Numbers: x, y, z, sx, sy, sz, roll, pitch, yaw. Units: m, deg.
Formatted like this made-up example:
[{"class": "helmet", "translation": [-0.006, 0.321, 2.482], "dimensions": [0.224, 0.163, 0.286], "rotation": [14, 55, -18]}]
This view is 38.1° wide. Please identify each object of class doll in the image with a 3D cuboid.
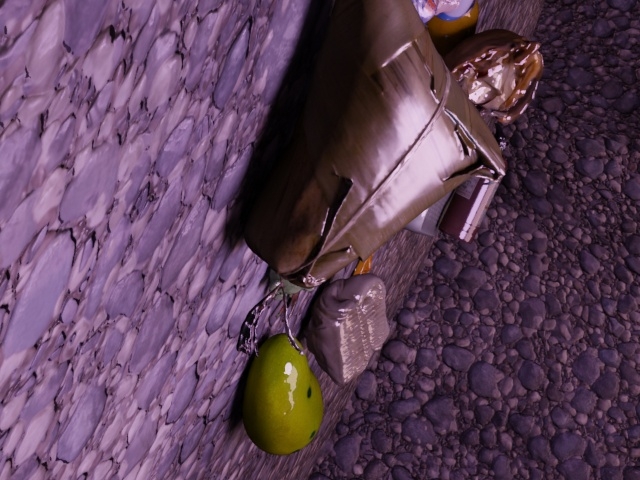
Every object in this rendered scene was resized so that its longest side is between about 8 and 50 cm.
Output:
[{"class": "doll", "translation": [-0.039, 0.051, 1.510], "dimensions": [0.115, 0.078, 0.150], "rotation": [-64, 178, -2]}]

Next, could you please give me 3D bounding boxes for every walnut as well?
[{"class": "walnut", "translation": [0.278, -0.289, 1.651], "dimensions": [0.238, 0.141, 0.204], "rotation": [-23, 143, -33]}]

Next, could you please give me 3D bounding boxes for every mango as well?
[{"class": "mango", "translation": [-0.071, 0.288, 1.708], "dimensions": [0.293, 0.143, 0.175], "rotation": [87, 27, -48]}]

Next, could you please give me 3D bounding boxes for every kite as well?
[{"class": "kite", "translation": [-0.049, 0.084, 1.678], "dimensions": [0.183, 0.010, 0.160], "rotation": [98, 17, -49]}]

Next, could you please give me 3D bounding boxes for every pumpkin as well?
[{"class": "pumpkin", "translation": [0.112, 0.060, 2.297], "dimensions": [0.101, 0.035, 0.073], "rotation": [-63, 166, 3]}]

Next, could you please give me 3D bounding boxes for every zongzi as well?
[{"class": "zongzi", "translation": [-0.018, -0.116, 1.148], "dimensions": [0.447, 0.181, 0.418], "rotation": [-39, 129, -7]}]

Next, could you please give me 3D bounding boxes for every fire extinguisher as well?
[{"class": "fire extinguisher", "translation": [0.296, -0.113, 1.757], "dimensions": [0.231, 0.071, 0.099], "rotation": [-67, -163, 6]}]

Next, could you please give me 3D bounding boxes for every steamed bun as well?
[{"class": "steamed bun", "translation": [0.043, 0.179, 1.983], "dimensions": [0.211, 0.144, 0.218], "rotation": [-37, 126, -42]}]

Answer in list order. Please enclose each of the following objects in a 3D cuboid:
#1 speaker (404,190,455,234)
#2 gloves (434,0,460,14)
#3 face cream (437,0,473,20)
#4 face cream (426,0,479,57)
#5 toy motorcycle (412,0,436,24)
[{"class": "speaker", "translation": [0.143, -0.113, 1.679], "dimensions": [0.183, 0.184, 0.406], "rotation": [-65, 169, 4]}, {"class": "gloves", "translation": [0.144, -0.369, 1.364], "dimensions": [0.094, 0.110, 0.144], "rotation": [67, 26, -12]}, {"class": "face cream", "translation": [0.216, -0.462, 1.428], "dimensions": [0.264, 0.083, 0.149], "rotation": [99, -17, -44]}, {"class": "face cream", "translation": [0.234, -0.379, 1.728], "dimensions": [0.105, 0.105, 0.348], "rotation": [-62, 168, -16]}, {"class": "toy motorcycle", "translation": [0.101, -0.307, 1.250], "dimensions": [0.076, 0.114, 0.205], "rotation": [-63, 168, -14]}]
